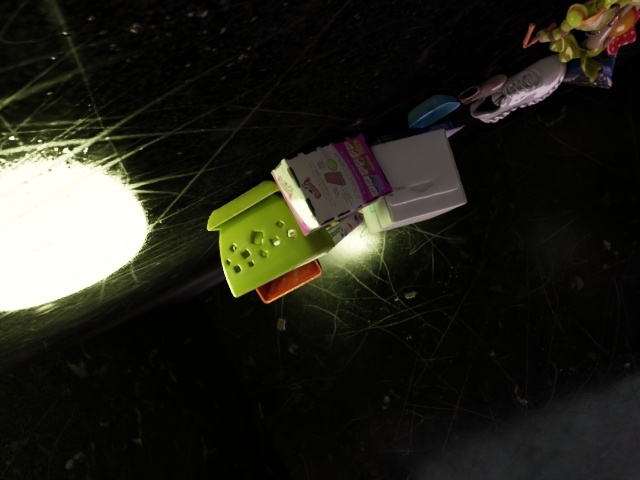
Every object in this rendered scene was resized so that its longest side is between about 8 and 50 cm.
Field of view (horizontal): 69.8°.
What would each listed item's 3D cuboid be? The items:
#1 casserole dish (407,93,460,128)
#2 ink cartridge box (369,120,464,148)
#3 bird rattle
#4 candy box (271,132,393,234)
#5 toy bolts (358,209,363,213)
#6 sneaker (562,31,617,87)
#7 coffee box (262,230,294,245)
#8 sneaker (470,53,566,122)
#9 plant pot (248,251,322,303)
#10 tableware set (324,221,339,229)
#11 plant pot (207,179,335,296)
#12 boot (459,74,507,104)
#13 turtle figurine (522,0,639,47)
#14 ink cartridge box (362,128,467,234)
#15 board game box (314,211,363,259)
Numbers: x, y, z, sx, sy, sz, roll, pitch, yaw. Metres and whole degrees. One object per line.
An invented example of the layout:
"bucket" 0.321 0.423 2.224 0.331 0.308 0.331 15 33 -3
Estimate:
"casserole dish" 0.280 -0.326 1.148 0.114 0.037 0.188 -29 177 33
"ink cartridge box" 0.249 -0.276 1.282 0.223 0.045 0.224 -15 177 -14
"bird rattle" 0.718 -0.516 1.124 0.253 0.143 0.207 -31 162 -12
"candy box" 0.030 -0.129 1.013 0.233 0.159 0.071 -26 176 -35
"toy bolts" 0.157 -0.174 1.532 0.228 0.158 0.218 -27 178 -18
"sneaker" 0.789 -0.534 1.330 0.130 0.147 0.330 14 -145 19
"coffee box" -0.094 -0.063 1.519 0.168 0.119 0.297 -27 177 -37
"sneaker" 0.585 -0.446 1.375 0.118 0.110 0.292 -13 168 -44
"plant pot" -0.157 0.051 1.866 0.267 0.267 0.236 -28 -171 11
"tableware set" -0.013 -0.032 1.424 0.154 0.024 0.104 -30 -174 -2
"plant pot" -0.122 -0.016 1.109 0.228 0.207 0.227 -29 178 13
"boot" 0.423 -0.398 1.206 0.118 0.042 0.087 -30 175 38
"turtle figurine" 0.545 -0.450 0.875 0.217 0.087 0.269 -27 178 -23
"ink cartridge box" 0.223 -0.144 1.223 0.198 0.197 0.270 -15 177 -7
"board game box" 0.000 0.000 1.481 0.193 0.053 0.305 -26 -173 33
